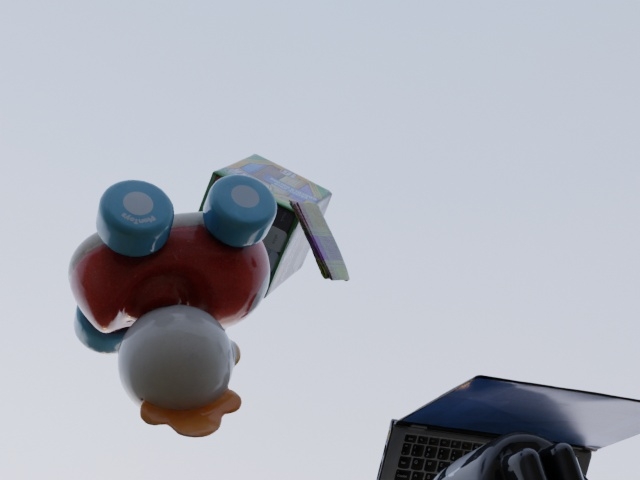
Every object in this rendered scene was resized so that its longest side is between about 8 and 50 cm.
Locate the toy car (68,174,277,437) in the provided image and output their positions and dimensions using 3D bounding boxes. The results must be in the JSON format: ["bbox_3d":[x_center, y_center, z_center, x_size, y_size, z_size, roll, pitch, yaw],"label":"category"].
[{"bbox_3d":[-0.130,0.094,1.021,0.210,0.238,0.219,-5,-35,-26],"label":"toy car"}]

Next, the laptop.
[{"bbox_3d":[0.308,0.392,1.579,0.382,0.236,0.408,11,-83,-19],"label":"laptop"}]

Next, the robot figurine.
[{"bbox_3d":[0.256,0.367,1.421,0.209,0.173,0.278,32,-35,-5],"label":"robot figurine"}]

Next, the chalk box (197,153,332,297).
[{"bbox_3d":[-0.090,-0.019,1.354,0.132,0.213,0.132,27,-73,9],"label":"chalk box"}]

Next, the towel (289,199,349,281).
[{"bbox_3d":[0.000,0.000,0.928,0.009,0.060,0.083,-28,-101,18],"label":"towel"}]
